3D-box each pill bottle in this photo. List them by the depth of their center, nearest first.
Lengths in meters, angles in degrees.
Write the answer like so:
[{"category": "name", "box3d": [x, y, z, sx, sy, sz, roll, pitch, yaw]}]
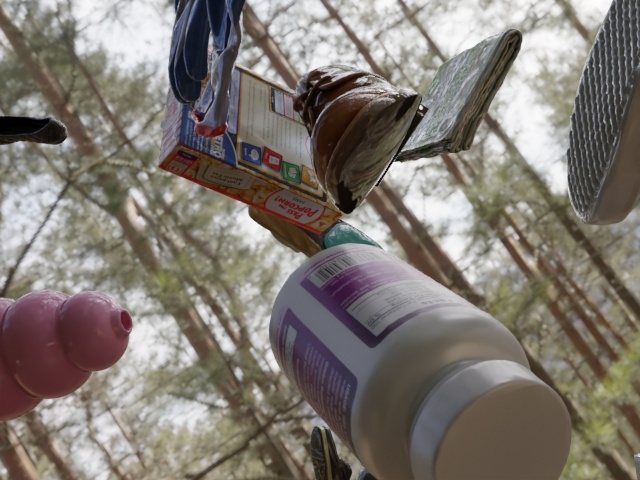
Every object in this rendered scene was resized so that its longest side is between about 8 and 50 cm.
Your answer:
[{"category": "pill bottle", "box3d": [0.080, 0.120, 0.802, 0.169, 0.169, 0.301, -33, 27, -11]}]

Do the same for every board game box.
[{"category": "board game box", "box3d": [-0.067, -0.106, 0.936, 0.193, 0.147, 0.045, 23, -41, -28]}]

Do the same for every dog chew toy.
[{"category": "dog chew toy", "box3d": [-0.460, 0.173, 1.467, 0.331, 0.207, 0.206, -18, -3, 15]}]

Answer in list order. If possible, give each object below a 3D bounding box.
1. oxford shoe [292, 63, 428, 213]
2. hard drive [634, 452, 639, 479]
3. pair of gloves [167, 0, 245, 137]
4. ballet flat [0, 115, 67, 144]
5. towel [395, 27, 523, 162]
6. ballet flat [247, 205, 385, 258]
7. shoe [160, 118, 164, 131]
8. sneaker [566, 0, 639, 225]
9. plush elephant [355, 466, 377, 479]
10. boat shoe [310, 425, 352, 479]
[{"category": "oxford shoe", "box3d": [0.012, -0.067, 0.516, 0.076, 0.076, 0.212, -55, -1, 10]}, {"category": "hard drive", "box3d": [0.424, 0.360, 0.868, 0.233, 0.353, 0.047, -7, -1, -26]}, {"category": "pair of gloves", "box3d": [-0.063, -0.147, 0.503, 0.023, 0.159, 0.198, 5, 16, -18]}, {"category": "ballet flat", "box3d": [-0.478, -0.182, 1.423, 0.049, 0.173, 0.058, 68, -149, -51]}, {"category": "towel", "box3d": [0.113, -0.117, 0.767, 0.113, 0.023, 0.152, -59, 11, -7]}, {"category": "ballet flat", "box3d": [0.000, 0.000, 1.192, 0.080, 0.232, 0.073, -41, -15, -42]}, {"category": "shoe", "box3d": [-0.136, -0.140, 1.203, 0.178, 0.081, 0.063, 1, 44, 40]}, {"category": "sneaker", "box3d": [0.314, -0.167, 0.714, 0.135, 0.150, 0.366, -88, 10, -62]}, {"category": "plush elephant", "box3d": [0.163, 0.390, 1.324, 0.255, 0.330, 0.272, -2, -44, -2]}, {"category": "boat shoe", "box3d": [0.021, 0.341, 1.315, 0.049, 0.152, 0.056, -11, 2, -23]}]
